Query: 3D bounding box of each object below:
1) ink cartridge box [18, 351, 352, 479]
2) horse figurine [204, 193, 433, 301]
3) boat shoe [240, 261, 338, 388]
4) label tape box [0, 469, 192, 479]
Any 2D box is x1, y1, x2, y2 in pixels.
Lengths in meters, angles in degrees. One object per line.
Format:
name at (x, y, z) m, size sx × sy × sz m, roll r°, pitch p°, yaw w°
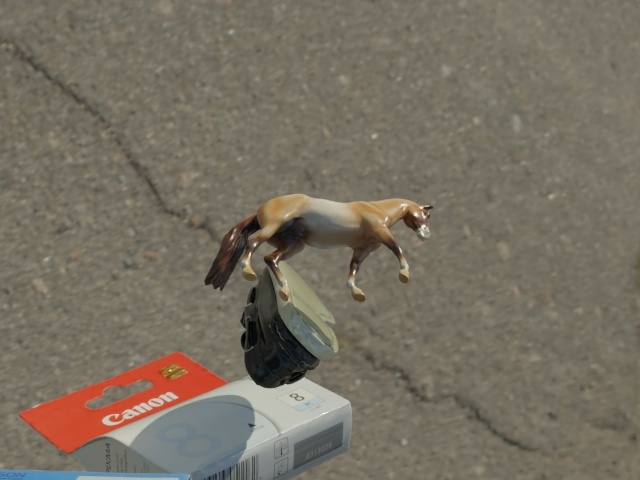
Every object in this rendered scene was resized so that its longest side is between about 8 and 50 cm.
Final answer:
ink cartridge box at (-0.196, 0.240, 1.861) m, size 0.308 × 0.385 × 0.091 m, roll -19°, pitch 122°, yaw -41°
horse figurine at (0.000, 0.000, 1.493) m, size 0.263 × 0.066 × 0.174 m, roll -1°, pitch 39°, yaw 3°
boat shoe at (-0.052, 0.113, 1.681) m, size 0.113 × 0.340 × 0.127 m, roll -43°, pitch 105°, yaw 5°
label tape box at (-0.254, 0.413, 1.388) m, size 0.106 × 0.241 × 0.333 m, roll -74°, pitch 164°, yaw -71°
